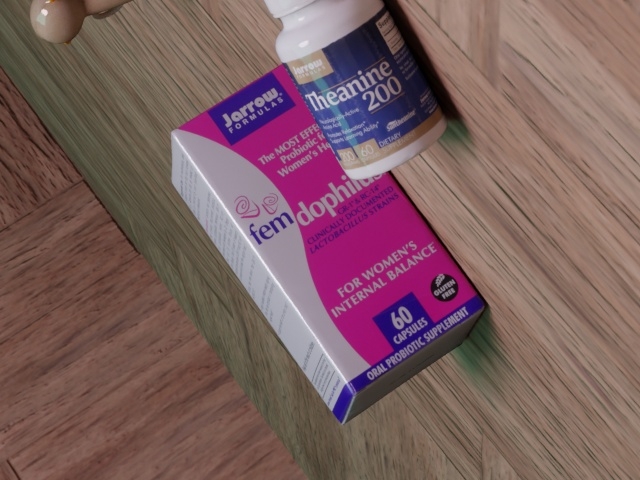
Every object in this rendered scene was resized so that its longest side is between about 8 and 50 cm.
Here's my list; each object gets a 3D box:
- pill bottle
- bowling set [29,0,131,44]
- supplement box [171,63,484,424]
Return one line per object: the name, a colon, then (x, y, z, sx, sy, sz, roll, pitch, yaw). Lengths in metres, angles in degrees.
pill bottle: (0.016, -0.100, 0.928, 0.120, 0.067, 0.067, 60, 167, -15)
bowling set: (-0.217, -0.278, 1.173, 0.200, 0.154, 0.287, 52, 166, 21)
supplement box: (0.000, 0.000, 1.145, 0.220, 0.111, 0.114, 54, 167, 11)
